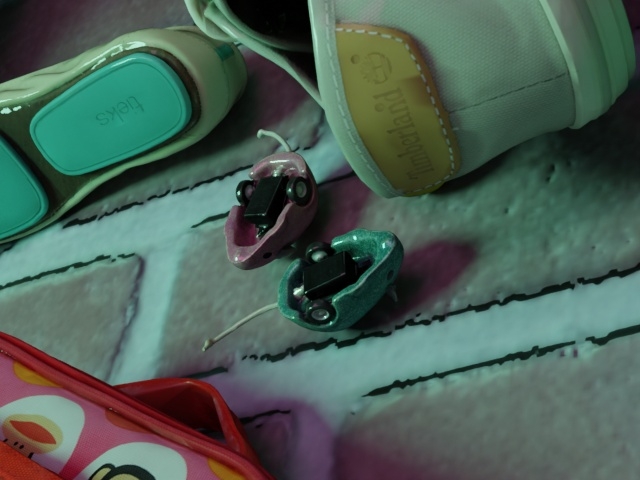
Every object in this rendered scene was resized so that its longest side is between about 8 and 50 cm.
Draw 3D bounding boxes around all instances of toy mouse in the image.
[{"bbox_3d":[0.000,0.000,0.787,0.143,0.031,0.161,-54,39,-9],"label":"toy mouse"}]

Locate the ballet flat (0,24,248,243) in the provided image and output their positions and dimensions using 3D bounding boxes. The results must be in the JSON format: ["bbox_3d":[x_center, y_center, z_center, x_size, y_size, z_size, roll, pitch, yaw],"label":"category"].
[{"bbox_3d":[-0.143,-0.058,0.943,0.248,0.086,0.086,-16,48,31],"label":"ballet flat"}]

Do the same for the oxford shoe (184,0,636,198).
[{"bbox_3d":[-0.019,-0.158,0.813,0.130,0.169,0.449,-32,37,-4],"label":"oxford shoe"}]

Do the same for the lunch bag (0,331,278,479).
[{"bbox_3d":[-0.126,0.149,0.695,0.258,0.120,0.293,-42,35,-24],"label":"lunch bag"}]
